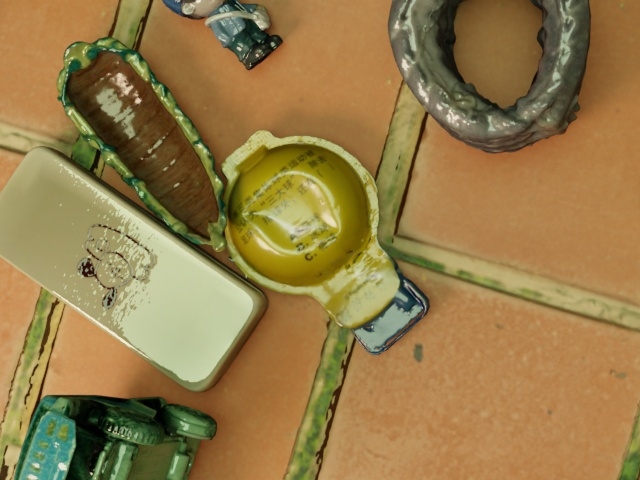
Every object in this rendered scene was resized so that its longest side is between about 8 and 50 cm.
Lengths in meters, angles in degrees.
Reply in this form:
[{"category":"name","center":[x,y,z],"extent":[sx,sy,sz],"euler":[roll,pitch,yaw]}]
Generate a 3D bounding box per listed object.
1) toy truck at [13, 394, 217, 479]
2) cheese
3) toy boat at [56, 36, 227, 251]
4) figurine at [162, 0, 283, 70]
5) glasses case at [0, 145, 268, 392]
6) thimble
[{"category":"toy truck","center":[-0.218,0.233,1.683],"extent":[0.156,0.279,0.155],"euler":[18,91,18]},{"category":"cheese","center":[0.000,0.000,1.764],"extent":[0.177,0.069,0.270],"euler":[-42,84,5]},{"category":"toy boat","center":[-0.177,-0.095,1.785],"extent":[0.108,0.099,0.293],"euler":[-40,75,7]},{"category":"figurine","center":[-0.109,-0.256,1.796],"extent":[0.149,0.086,0.087],"euler":[49,136,-4]},{"category":"glasses case","center":[-0.215,0.030,1.795],"extent":[0.313,0.070,0.131],"euler":[35,93,9]},{"category":"thimble","center":[0.184,-0.209,1.697],"extent":[0.205,0.172,0.236],"euler":[-23,82,10]}]
